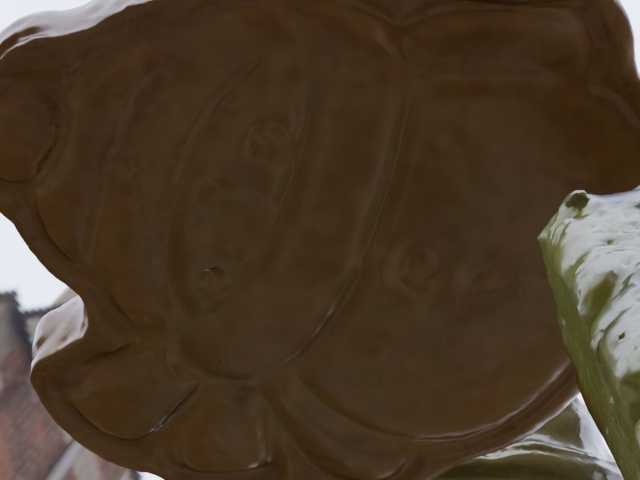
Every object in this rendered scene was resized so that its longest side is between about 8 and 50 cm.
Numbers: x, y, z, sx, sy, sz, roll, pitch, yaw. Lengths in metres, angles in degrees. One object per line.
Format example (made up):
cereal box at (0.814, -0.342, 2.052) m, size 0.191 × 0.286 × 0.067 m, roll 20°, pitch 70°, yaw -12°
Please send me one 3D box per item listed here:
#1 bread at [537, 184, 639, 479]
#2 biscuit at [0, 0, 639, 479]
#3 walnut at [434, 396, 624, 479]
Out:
bread at (0.145, 0.044, 0.440) m, size 0.138 × 0.361 × 0.077 m, roll -19°, pitch -75°, yaw 4°
biscuit at (0.000, 0.000, 0.855) m, size 0.351 × 0.057 × 0.312 m, roll 4°, pitch -61°, yaw -10°
walnut at (0.095, 0.213, 1.136) m, size 0.253 × 0.282 × 0.277 m, roll -40°, pitch -38°, yaw -2°
